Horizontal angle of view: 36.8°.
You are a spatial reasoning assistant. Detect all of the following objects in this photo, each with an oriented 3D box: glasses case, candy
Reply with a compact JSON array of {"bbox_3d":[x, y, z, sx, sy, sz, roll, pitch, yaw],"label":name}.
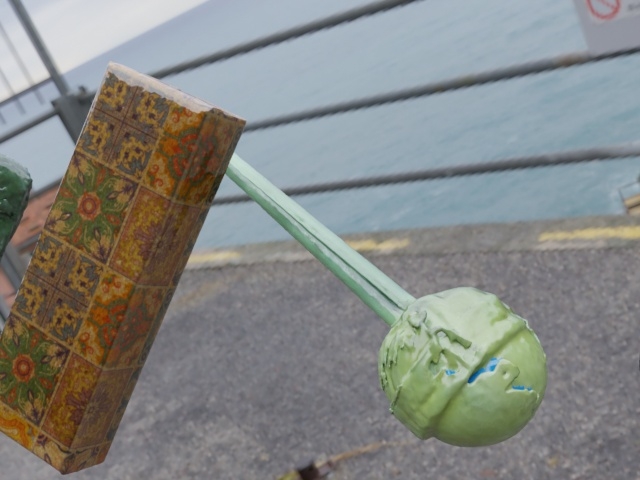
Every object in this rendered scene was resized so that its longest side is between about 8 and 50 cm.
[{"bbox_3d":[-0.119,0.016,0.546,0.075,0.218,0.049,26,8,22],"label":"glasses case"},{"bbox_3d":[0.000,0.000,0.606,0.093,0.335,0.092,-53,-22,15],"label":"candy"}]

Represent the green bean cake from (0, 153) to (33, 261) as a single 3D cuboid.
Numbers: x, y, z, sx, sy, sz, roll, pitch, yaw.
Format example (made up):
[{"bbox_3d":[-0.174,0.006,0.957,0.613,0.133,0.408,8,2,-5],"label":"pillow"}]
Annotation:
[{"bbox_3d":[-0.550,-0.013,1.270,0.308,0.169,0.300,22,84,42],"label":"green bean cake"}]
